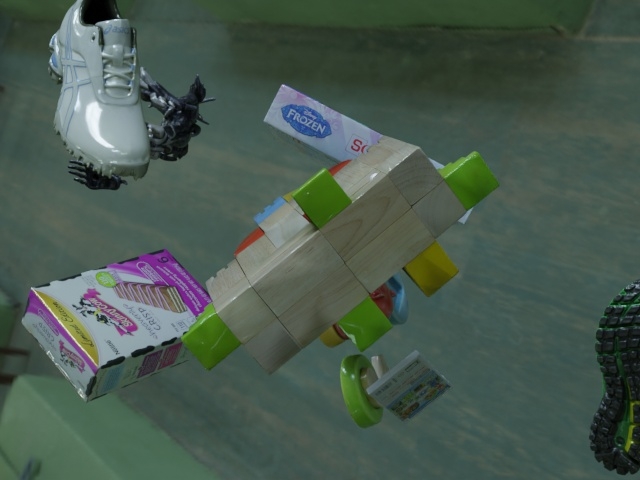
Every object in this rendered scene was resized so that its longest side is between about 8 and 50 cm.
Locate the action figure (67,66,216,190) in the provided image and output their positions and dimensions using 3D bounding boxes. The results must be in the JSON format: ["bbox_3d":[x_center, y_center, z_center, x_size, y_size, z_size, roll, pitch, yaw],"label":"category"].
[{"bbox_3d":[-0.271,-0.182,1.501,0.164,0.141,0.276,-61,-8,33],"label":"action figure"}]

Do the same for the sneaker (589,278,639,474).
[{"bbox_3d":[0.546,0.221,1.693,0.134,0.146,0.344,16,108,28],"label":"sneaker"}]

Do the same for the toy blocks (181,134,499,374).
[{"bbox_3d":[0.000,0.000,1.193,0.381,0.191,0.261,-39,16,-3],"label":"toy blocks"}]

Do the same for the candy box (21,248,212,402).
[{"bbox_3d":[-0.262,0.108,1.335,0.159,0.233,0.071,43,128,24],"label":"candy box"}]

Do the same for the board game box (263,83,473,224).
[{"bbox_3d":[0.074,-0.122,1.507,0.066,0.318,0.319,-63,1,1],"label":"board game box"}]

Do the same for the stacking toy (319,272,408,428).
[{"bbox_3d":[0.113,0.171,1.763,0.130,0.309,0.280,-18,93,20],"label":"stacking toy"}]

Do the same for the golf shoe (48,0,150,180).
[{"bbox_3d":[-0.168,-0.127,0.750,0.086,0.069,0.176,-58,46,40],"label":"golf shoe"}]

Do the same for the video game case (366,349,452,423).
[{"bbox_3d":[0.123,0.202,1.333,0.087,0.122,0.011,-39,49,5],"label":"video game case"}]
